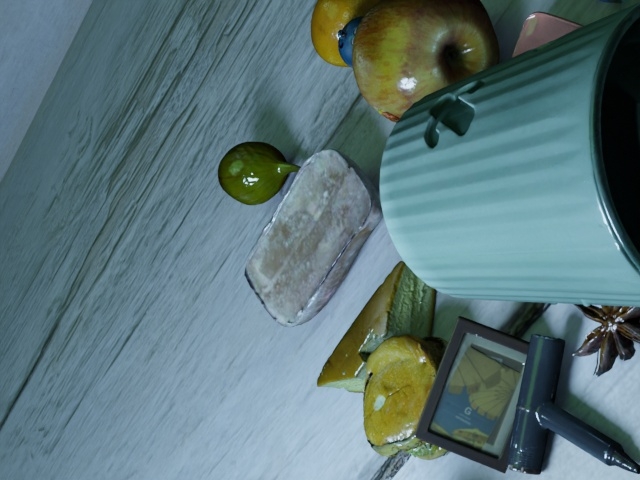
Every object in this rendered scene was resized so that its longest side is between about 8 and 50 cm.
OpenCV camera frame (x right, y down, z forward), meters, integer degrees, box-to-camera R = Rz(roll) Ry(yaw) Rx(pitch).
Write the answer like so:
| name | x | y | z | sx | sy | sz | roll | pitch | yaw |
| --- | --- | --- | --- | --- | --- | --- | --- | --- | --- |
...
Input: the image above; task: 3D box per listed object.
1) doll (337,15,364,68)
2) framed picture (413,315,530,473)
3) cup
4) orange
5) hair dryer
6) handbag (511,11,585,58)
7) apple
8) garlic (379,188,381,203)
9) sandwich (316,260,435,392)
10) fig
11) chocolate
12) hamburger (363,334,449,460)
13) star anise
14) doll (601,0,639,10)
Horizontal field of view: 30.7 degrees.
| name | x | y | z | sx | sy | sz | roll | pitch | yaw |
| --- | --- | --- | --- | --- | --- | --- | --- | --- | --- |
| doll | 0.089 | -0.313 | 1.899 | 0.085 | 0.152 | 0.114 | 8 | 80 | 57 |
| framed picture | 0.208 | 0.198 | 1.505 | 0.023 | 0.128 | 0.168 | -6 | -63 | -80 |
| cup | 0.316 | -0.082 | 1.289 | 0.392 | 0.401 | 0.310 | -8 | 92 | 56 |
| orange | 0.058 | -0.371 | 1.992 | 0.136 | 0.159 | 0.159 | 27 | 102 | 17 |
| hair dryer | 0.312 | 0.211 | 1.396 | 0.195 | 0.050 | 0.173 | 9 | 90 | 53 |
| handbag | 0.328 | -0.209 | 1.560 | 0.212 | 0.059 | 0.157 | 42 | 111 | 55 |
| apple | 0.153 | -0.271 | 1.721 | 0.188 | 0.211 | 0.211 | 11 | 85 | 63 |
| garlic | 0.196 | -0.090 | 1.608 | 0.219 | 0.219 | 0.212 | -19 | 44 | 53 |
| sandwich | 0.093 | 0.153 | 1.731 | 0.244 | 0.090 | 0.088 | -58 | 30 | 19 |
| fig | -0.086 | -0.123 | 2.143 | 0.236 | 0.124 | 0.124 | 5 | 79 | 43 |
| chocolate | 0.000 | 0.000 | 1.943 | 0.303 | 0.100 | 0.185 | -59 | 44 | 27 |
| hamburger | 0.139 | 0.222 | 1.617 | 0.185 | 0.113 | 0.177 | 35 | 99 | 49 |
| star anise | 0.354 | 0.093 | 1.389 | 0.141 | 0.042 | 0.141 | -31 | 53 | 52 |
| doll | 0.405 | -0.362 | 1.477 | 0.241 | 0.099 | 0.135 | 4 | 74 | 60 |
